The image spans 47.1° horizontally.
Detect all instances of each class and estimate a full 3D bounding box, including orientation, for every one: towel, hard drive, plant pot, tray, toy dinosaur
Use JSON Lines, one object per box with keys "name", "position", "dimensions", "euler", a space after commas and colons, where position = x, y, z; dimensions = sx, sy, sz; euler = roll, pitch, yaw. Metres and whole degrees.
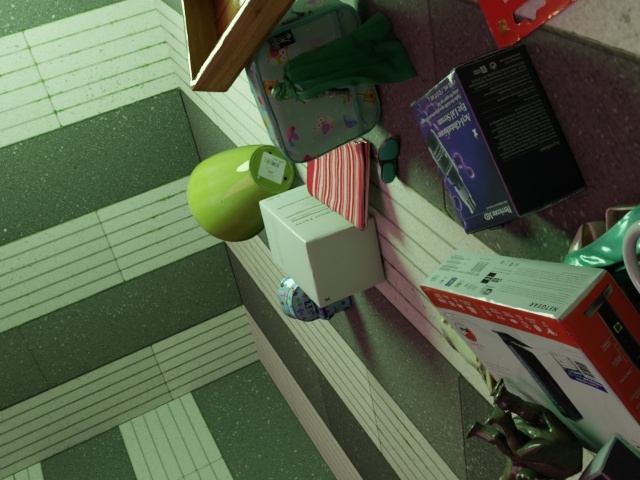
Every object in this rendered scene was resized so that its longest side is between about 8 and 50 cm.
{"name": "towel", "position": [0.033, -0.154, 1.618], "dimensions": [0.275, 0.031, 0.198], "euler": [-141, 46, -58]}
{"name": "hard drive", "position": [0.389, 0.369, 0.930], "dimensions": [0.172, 0.054, 0.254], "euler": [45, 156, 32]}
{"name": "plant pot", "position": [-0.201, -0.162, 2.087], "dimensions": [0.293, 0.275, 0.274], "euler": [-26, 87, 58]}
{"name": "tray", "position": [-0.123, -0.408, 1.141], "dimensions": [0.411, 0.076, 0.202], "euler": [150, 113, -62]}
{"name": "toy dinosaur", "position": [0.297, 0.273, 1.006], "dimensions": [0.160, 0.121, 0.313], "euler": [32, 161, 10]}

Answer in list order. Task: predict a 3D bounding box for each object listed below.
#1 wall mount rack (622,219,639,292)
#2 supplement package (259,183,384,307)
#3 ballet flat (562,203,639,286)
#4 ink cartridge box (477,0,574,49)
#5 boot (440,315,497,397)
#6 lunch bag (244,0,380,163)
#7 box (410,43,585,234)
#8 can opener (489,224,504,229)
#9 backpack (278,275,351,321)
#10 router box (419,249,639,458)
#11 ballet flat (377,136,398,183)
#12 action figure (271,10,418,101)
{"name": "wall mount rack", "position": [0.419, 0.040, 0.589], "dimensions": [0.350, 0.130, 0.304], "euler": [51, 161, 43]}
{"name": "supplement package", "position": [0.000, 0.000, 1.749], "dimensions": [0.293, 0.175, 0.177], "euler": [41, 148, 56]}
{"name": "ballet flat", "position": [0.348, 0.009, 0.868], "dimensions": [0.247, 0.083, 0.087], "euler": [123, 147, -71]}
{"name": "ink cartridge box", "position": [0.197, -0.350, 0.879], "dimensions": [0.224, 0.056, 0.181], "euler": [69, 164, 0]}
{"name": "boot", "position": [0.274, 0.155, 1.277], "dimensions": [0.165, 0.077, 0.213], "euler": [51, 160, 48]}
{"name": "lunch bag", "position": [-0.012, -0.294, 1.326], "dimensions": [0.108, 0.224, 0.279], "euler": [55, 167, 50]}
{"name": "box", "position": [0.229, -0.127, 0.975], "dimensions": [0.207, 0.108, 0.153], "euler": [67, 163, 2]}
{"name": "can opener", "position": [0.233, -0.104, 1.114], "dimensions": [0.059, 0.073, 0.186], "euler": [-49, -54, -64]}
{"name": "backpack", "position": [-0.022, 0.151, 2.028], "dimensions": [0.117, 0.173, 0.158], "euler": [37, 146, 60]}
{"name": "router box", "position": [0.316, 0.157, 0.959], "dimensions": [0.301, 0.082, 0.335], "euler": [50, 168, -14]}
{"name": "ballet flat", "position": [0.124, -0.159, 1.392], "dimensions": [0.041, 0.041, 0.114], "euler": [54, 159, 37]}
{"name": "action figure", "position": [0.025, -0.278, 1.195], "dimensions": [0.137, 0.232, 0.063], "euler": [62, 164, 19]}
